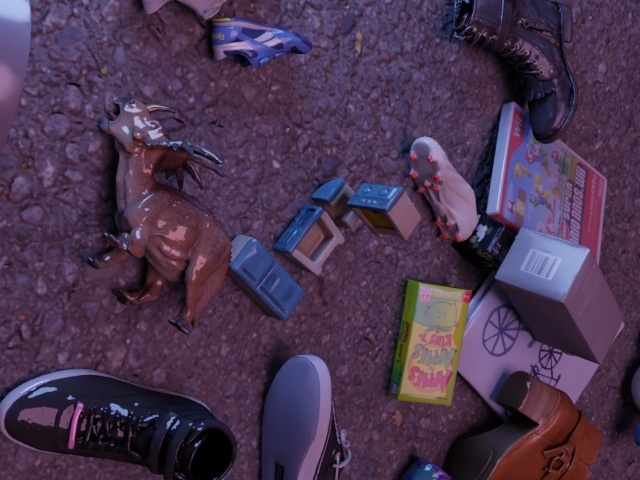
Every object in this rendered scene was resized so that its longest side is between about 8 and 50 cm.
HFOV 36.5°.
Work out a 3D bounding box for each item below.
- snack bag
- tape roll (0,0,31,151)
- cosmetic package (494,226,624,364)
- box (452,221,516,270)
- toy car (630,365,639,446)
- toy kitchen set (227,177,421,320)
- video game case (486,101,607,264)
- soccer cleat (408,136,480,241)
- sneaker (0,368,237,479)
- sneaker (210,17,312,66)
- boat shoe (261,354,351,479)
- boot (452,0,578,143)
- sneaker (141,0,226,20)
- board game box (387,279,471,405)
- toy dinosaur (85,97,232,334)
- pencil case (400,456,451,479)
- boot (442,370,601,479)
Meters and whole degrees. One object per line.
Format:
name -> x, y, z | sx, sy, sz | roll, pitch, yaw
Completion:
snack bag -> 0.378, 0.162, 1.671 | 0.342, 0.037, 0.323 | 47, 70, -31
tape roll -> -0.362, -0.165, 0.960 | 0.072, 0.219, 0.219 | 13, 90, -36
cosmetic package -> 0.380, 0.092, 1.528 | 0.107, 0.127, 0.238 | -60, 142, -12
box -> 0.263, 0.010, 1.532 | 0.062, 0.083, 0.052 | 44, 71, -34
toy car -> 0.716, 0.311, 1.884 | 0.238, 0.210, 0.219 | 42, 55, -62
toy kitchen set -> 0.000, 0.000, 1.285 | 0.122, 0.166, 0.207 | 48, 69, -32
video game case -> 0.381, -0.074, 1.605 | 0.285, 0.025, 0.204 | 30, 62, -35
soccer cleat -> 0.190, -0.085, 1.479 | 0.076, 0.068, 0.196 | -47, 128, -28
sneaker -> -0.228, 0.228, 1.167 | 0.295, 0.147, 0.105 | 14, 91, -36
sneaker -> -0.078, -0.252, 1.261 | 0.144, 0.053, 0.059 | 3, 97, -29
boat shoe -> -0.011, 0.302, 1.362 | 0.104, 0.113, 0.307 | -6, 103, -42
boot -> 0.289, -0.293, 1.498 | 0.229, 0.091, 0.263 | 11, 74, -37
sneaker -> -0.129, -0.321, 1.208 | 0.212, 0.080, 0.094 | -10, 115, -28
board game box -> 0.168, 0.158, 1.497 | 0.092, 0.043, 0.181 | 9, 92, -21
toy dinosaur -> -0.173, -0.017, 1.190 | 0.200, 0.127, 0.296 | -52, 129, -26
pencil case -> 0.142, 0.417, 1.520 | 0.070, 0.064, 0.152 | 39, 74, -17
boot -> 0.333, 0.375, 1.610 | 0.220, 0.109, 0.283 | 37, 79, -29
